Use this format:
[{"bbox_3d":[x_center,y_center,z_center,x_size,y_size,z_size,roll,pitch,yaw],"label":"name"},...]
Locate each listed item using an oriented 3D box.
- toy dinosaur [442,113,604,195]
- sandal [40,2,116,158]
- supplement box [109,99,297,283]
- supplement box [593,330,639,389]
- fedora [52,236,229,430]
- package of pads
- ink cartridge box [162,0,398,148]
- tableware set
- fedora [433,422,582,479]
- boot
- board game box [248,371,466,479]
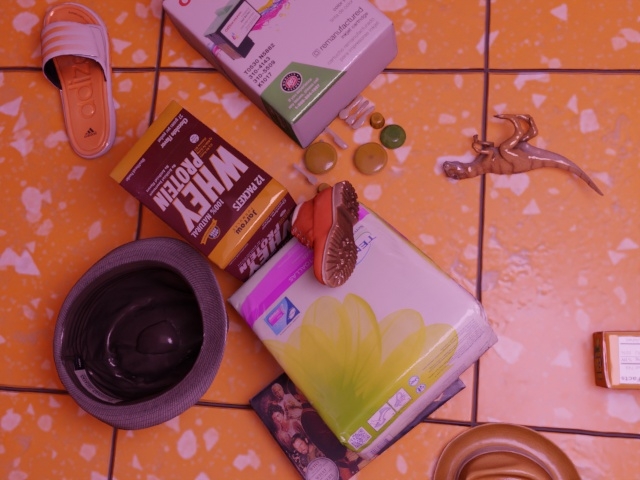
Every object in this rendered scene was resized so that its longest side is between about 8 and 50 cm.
[{"bbox_3d":[0.279,-0.118,1.083,0.212,0.064,0.112,0,97,18],"label":"toy dinosaur"},{"bbox_3d":[-0.370,-0.258,1.197,0.102,0.076,0.265,-17,76,5],"label":"sandal"},{"bbox_3d":[-0.141,-0.055,1.060,0.194,0.191,0.129,38,86,13],"label":"supplement box"},{"bbox_3d":[0.468,0.150,0.981,0.234,0.078,0.080,2,82,10],"label":"supplement box"},{"bbox_3d":[-0.222,0.128,1.068,0.276,0.124,0.243,-29,73,14],"label":"fedora"},{"bbox_3d":[0.048,0.094,0.990,0.229,0.101,0.296,-43,48,-3],"label":"package of pads"},{"bbox_3d":[-0.058,-0.305,1.135,0.201,0.117,0.278,-46,75,-2],"label":"ink cartridge box"},{"bbox_3d":[0.045,-0.126,1.134,0.104,0.024,0.154,42,87,11],"label":"tableware set"},{"bbox_3d":[0.236,0.322,0.982,0.195,0.079,0.194,-2,78,9],"label":"fedora"},{"bbox_3d":[0.000,0.000,0.982,0.085,0.059,0.157,-16,43,24],"label":"boot"},{"bbox_3d":[0.048,0.206,1.054,0.243,0.042,0.165,-39,75,0],"label":"board game box"}]
